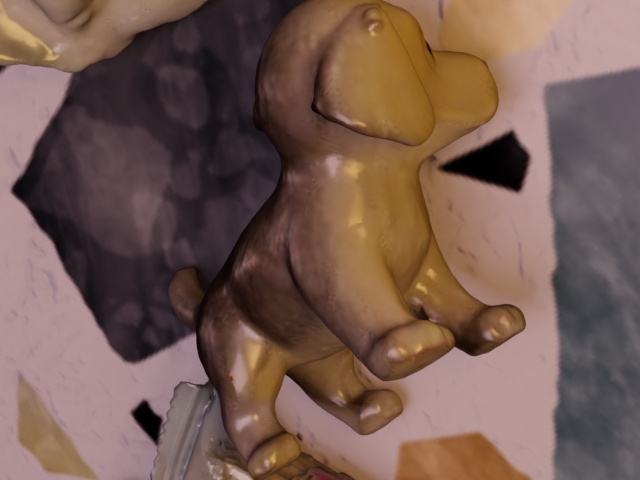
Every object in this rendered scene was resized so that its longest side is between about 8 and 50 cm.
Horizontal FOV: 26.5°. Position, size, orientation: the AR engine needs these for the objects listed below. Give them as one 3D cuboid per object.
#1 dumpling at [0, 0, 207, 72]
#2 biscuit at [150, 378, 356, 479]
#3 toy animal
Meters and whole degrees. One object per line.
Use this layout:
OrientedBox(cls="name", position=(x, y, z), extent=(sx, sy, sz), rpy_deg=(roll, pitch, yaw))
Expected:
OrientedBox(cls="dumpling", position=(-0.114, -0.183, 0.658), extent=(0.252, 0.131, 0.179), rpy_deg=(-36, 109, 10))
OrientedBox(cls="biscuit", position=(0.032, 0.211, 0.721), extent=(0.309, 0.079, 0.186), rpy_deg=(32, 119, 16))
OrientedBox(cls="toy animal", position=(0.012, 0.004, 0.647), extent=(0.169, 0.121, 0.233), rpy_deg=(51, 132, 23))
